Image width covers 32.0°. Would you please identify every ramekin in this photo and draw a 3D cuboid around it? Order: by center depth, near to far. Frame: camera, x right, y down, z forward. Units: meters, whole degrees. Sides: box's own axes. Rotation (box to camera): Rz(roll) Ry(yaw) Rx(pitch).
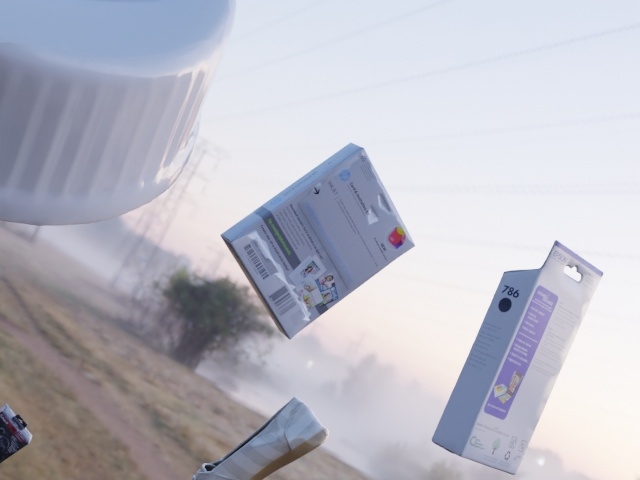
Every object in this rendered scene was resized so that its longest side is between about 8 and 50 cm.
[{"bbox_3d":[-0.191,-0.158,0.757,0.277,0.277,0.135,28,-46,-8],"label":"ramekin"}]

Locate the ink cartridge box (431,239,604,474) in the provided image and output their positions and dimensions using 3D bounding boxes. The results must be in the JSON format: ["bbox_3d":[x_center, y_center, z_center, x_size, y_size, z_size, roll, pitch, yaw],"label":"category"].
[{"bbox_3d":[0.288,0.165,1.615,0.065,0.333,0.165,23,-4,44],"label":"ink cartridge box"}]

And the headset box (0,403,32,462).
[{"bbox_3d":[-0.457,0.279,1.588,0.062,0.083,0.032,54,2,-13],"label":"headset box"}]

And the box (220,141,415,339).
[{"bbox_3d":[0.000,0.000,1.262,0.145,0.186,0.038,60,-12,-27],"label":"box"}]

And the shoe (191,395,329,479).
[{"bbox_3d":[-0.095,0.251,1.234,0.058,0.219,0.076,56,1,-6],"label":"shoe"}]
